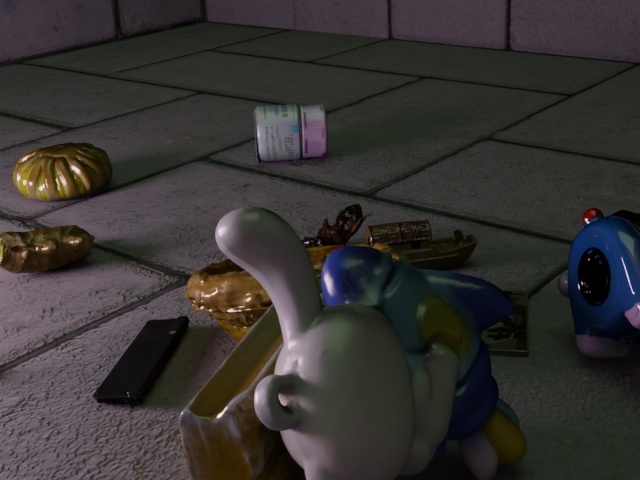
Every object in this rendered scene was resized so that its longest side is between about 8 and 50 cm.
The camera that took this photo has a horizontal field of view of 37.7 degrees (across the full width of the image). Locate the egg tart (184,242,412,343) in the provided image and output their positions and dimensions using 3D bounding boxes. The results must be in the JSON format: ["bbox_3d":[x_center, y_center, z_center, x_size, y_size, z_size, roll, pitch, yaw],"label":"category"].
[{"bbox_3d":[-0.027,0.080,1.323,0.340,0.129,0.341,-7,3,0],"label":"egg tart"}]

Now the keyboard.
[{"bbox_3d":[-0.248,0.168,1.328,0.072,0.023,0.231,-5,21,12],"label":"keyboard"}]

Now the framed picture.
[{"bbox_3d":[0.243,0.118,1.408,0.135,0.010,0.201,3,22,11],"label":"framed picture"}]

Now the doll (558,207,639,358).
[{"bbox_3d":[0.503,0.037,1.279,0.309,0.240,0.284,-4,-7,-18],"label":"doll"}]

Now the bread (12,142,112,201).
[{"bbox_3d":[-0.564,-0.155,2.051,0.213,0.105,0.213,0,24,0],"label":"bread"}]

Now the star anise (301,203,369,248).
[{"bbox_3d":[0.002,0.004,1.642,0.157,0.054,0.212,-22,17,49],"label":"star anise"}]

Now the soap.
[{"bbox_3d":[-0.050,0.192,1.049,0.089,0.174,0.274,-3,20,21],"label":"soap"}]

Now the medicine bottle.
[{"bbox_3d":[-0.069,-0.253,2.196,0.168,0.135,0.135,-2,22,-3],"label":"medicine bottle"}]

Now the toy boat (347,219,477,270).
[{"bbox_3d":[0.153,0.010,1.583,0.225,0.088,0.068,-6,22,-7],"label":"toy boat"}]

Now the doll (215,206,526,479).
[{"bbox_3d":[0.065,0.141,0.988,0.187,0.376,0.365,6,11,44],"label":"doll"}]

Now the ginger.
[{"bbox_3d":[-0.478,0.015,1.652,0.115,0.081,0.205,28,29,30],"label":"ginger"}]
